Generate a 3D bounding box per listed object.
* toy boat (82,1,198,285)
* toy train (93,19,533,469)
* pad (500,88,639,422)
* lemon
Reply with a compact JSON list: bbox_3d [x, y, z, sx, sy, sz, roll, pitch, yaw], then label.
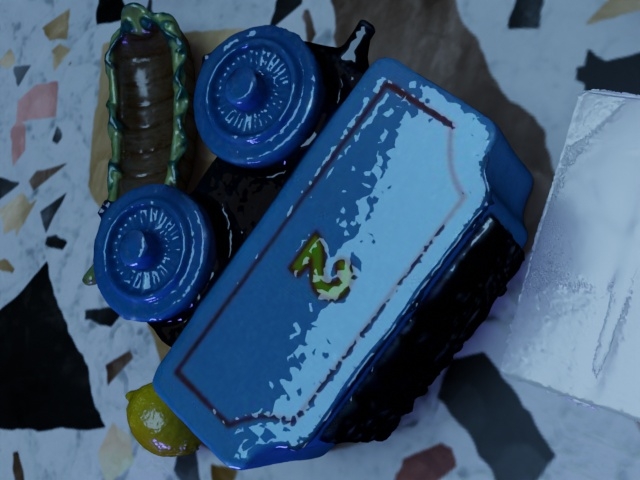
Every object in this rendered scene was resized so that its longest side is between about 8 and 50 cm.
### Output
[{"bbox_3d":[-0.172,-0.085,0.773,0.108,0.099,0.293,-11,66,30],"label":"toy boat"},{"bbox_3d":[0.000,0.000,0.603,0.265,0.188,0.300,39,97,27],"label":"toy train"},{"bbox_3d":[0.227,0.010,0.562,0.156,0.004,0.232,15,87,32],"label":"pad"},{"bbox_3d":[-0.141,0.158,0.718,0.092,0.065,0.065,29,95,30],"label":"lemon"}]
